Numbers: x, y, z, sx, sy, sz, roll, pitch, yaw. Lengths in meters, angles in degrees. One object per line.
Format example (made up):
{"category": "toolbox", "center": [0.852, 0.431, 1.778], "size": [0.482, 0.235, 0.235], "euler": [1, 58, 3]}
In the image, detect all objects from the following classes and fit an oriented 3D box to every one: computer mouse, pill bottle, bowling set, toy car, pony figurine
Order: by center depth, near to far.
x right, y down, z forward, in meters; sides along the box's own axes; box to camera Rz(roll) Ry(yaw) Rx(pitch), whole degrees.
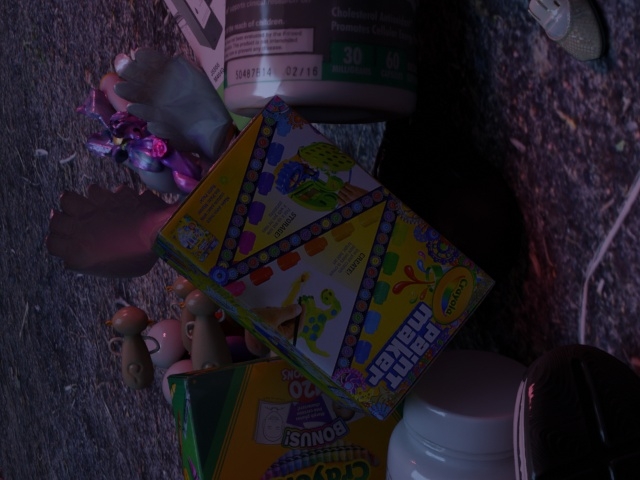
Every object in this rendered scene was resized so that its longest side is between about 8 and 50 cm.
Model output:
{"category": "pill bottle", "center": [0.144, 0.265, 1.553], "size": [0.160, 0.160, 0.283], "euler": [-135, 42, -53]}
{"category": "pill bottle", "center": [0.003, -0.309, 1.578], "size": [0.204, 0.204, 0.361], "euler": [178, 93, -66]}
{"category": "computer mouse", "center": [0.116, -0.050, 1.613], "size": [0.272, 0.072, 0.188], "euler": [-128, 38, -48]}
{"category": "pony figurine", "center": [-0.187, -0.095, 1.983], "size": [0.303, 0.351, 0.363], "euler": [-61, 35, 12]}
{"category": "bowling set", "center": [-0.145, 0.096, 2.121], "size": [0.200, 0.287, 0.154], "euler": [-84, -9, -59]}
{"category": "toy car", "center": [-0.159, 0.177, 2.265], "size": [0.136, 0.159, 0.182], "euler": [-42, 51, 19]}

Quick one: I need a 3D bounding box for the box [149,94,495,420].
{"category": "box", "center": [-0.011, 0.025, 1.555], "size": [0.279, 0.177, 0.290], "euler": [41, 172, -4]}

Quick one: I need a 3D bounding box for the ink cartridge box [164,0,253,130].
{"category": "ink cartridge box", "center": [-0.082, -0.301, 1.809], "size": [0.273, 0.114, 0.198], "euler": [59, 143, 11]}

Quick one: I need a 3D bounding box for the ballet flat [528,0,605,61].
{"category": "ballet flat", "center": [0.202, -0.228, 1.378], "size": [0.057, 0.052, 0.168], "euler": [120, 135, -55]}

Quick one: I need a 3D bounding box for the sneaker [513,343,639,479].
{"category": "sneaker", "center": [0.223, 0.327, 1.384], "size": [0.257, 0.169, 0.448], "euler": [-26, 77, 64]}

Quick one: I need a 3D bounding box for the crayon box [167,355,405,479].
{"category": "crayon box", "center": [-0.027, 0.215, 1.774], "size": [0.081, 0.278, 0.165], "euler": [171, 90, -67]}
